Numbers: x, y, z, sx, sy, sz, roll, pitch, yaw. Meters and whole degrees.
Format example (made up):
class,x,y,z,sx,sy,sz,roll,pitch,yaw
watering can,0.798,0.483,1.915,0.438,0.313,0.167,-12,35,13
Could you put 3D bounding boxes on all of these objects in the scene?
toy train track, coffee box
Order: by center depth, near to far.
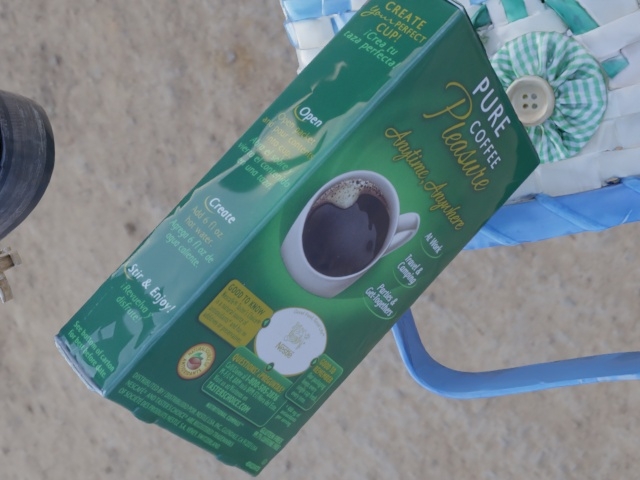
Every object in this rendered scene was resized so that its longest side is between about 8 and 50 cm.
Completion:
class,x,y,z,sx,sy,sz,roll,pitch,yaw
coffee box,0.000,0.000,0.416,0.184,0.113,0.040,-48,52,-2
toy train track,-0.219,0.022,0.695,0.014,0.083,0.048,-19,98,26

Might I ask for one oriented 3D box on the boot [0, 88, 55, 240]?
class,x,y,z,sx,sy,sz,roll,pitch,yaw
boot,-0.265,-0.016,0.445,0.263,0.229,0.091,-40,62,22

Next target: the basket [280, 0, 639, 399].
class,x,y,z,sx,sy,sz,roll,pitch,yaw
basket,0.116,-0.042,0.573,0.255,0.201,0.289,-12,117,32
